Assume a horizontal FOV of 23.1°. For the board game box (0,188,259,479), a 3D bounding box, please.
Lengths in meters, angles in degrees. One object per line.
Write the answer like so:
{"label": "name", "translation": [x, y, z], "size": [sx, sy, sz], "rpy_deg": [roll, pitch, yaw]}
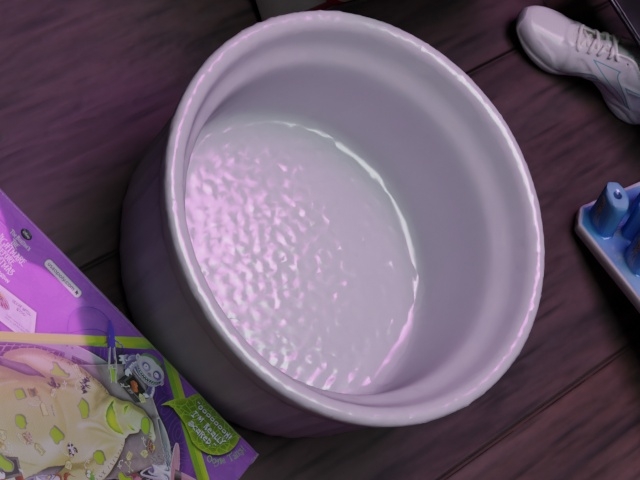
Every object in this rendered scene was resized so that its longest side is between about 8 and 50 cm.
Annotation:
{"label": "board game box", "translation": [-0.221, 0.083, 0.944], "size": [0.347, 0.056, 0.208], "rpy_deg": [47, 61, -8]}

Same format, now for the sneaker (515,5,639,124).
{"label": "sneaker", "translation": [0.229, -0.152, 1.275], "size": [0.152, 0.061, 0.054], "rpy_deg": [28, 63, -17]}

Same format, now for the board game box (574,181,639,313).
{"label": "board game box", "translation": [0.461, 0.051, 1.237], "size": [0.390, 0.050, 0.390], "rpy_deg": [-21, 62, -28]}

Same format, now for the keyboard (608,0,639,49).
{"label": "keyboard", "translation": [0.294, -0.171, 1.268], "size": [0.108, 0.023, 0.180], "rpy_deg": [-34, 93, -27]}

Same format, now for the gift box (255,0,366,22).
{"label": "gift box", "translation": [0.045, -0.312, 1.117], "size": [0.258, 0.255, 0.276], "rpy_deg": [-22, 91, -35]}

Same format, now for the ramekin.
{"label": "ramekin", "translation": [0.000, 0.000, 1.045], "size": [0.277, 0.135, 0.277], "rpy_deg": [10, 68, -26]}
